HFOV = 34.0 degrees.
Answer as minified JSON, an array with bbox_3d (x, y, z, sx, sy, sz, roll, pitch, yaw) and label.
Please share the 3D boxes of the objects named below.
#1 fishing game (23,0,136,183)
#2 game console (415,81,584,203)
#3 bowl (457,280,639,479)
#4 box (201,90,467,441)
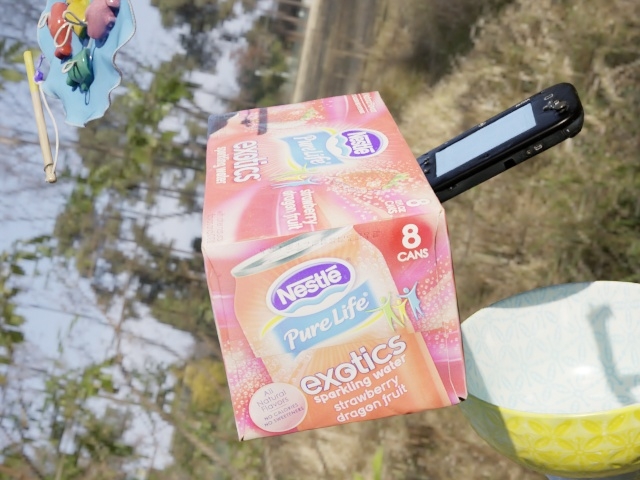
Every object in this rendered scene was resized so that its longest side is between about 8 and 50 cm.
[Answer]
[{"bbox_3d":[-0.181,-0.178,0.764,0.264,0.041,0.189,-45,53,47],"label":"fishing game"},{"bbox_3d":[0.101,-0.068,1.091,0.044,0.361,0.213,52,-159,-29],"label":"game console"},{"bbox_3d":[0.286,0.175,1.134,0.289,0.289,0.156,-74,-26,-65],"label":"bowl"},{"bbox_3d":[0.000,0.000,0.771,0.300,0.154,0.142,-101,2,-68],"label":"box"}]
